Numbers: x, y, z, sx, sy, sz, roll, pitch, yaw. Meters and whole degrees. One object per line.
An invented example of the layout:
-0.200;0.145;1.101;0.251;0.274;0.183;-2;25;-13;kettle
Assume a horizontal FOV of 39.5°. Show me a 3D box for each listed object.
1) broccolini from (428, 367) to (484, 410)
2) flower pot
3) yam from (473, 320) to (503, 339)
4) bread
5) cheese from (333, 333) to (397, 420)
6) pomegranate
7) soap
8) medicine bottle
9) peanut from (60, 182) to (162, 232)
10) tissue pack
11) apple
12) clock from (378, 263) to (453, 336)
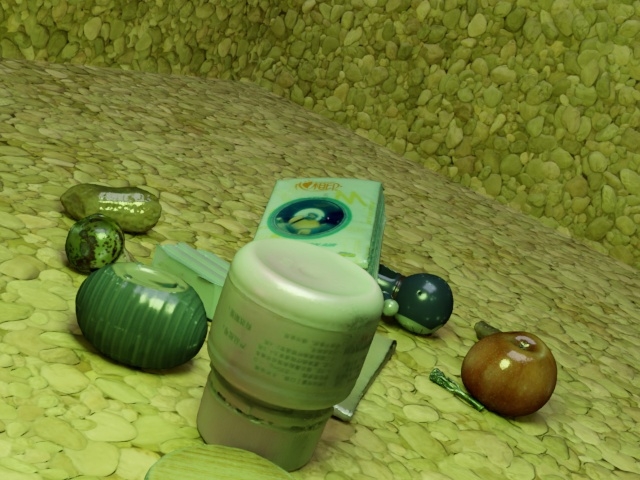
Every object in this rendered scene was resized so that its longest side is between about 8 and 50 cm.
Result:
0.291;0.320;1.896;0.140;0.030;0.035;35;-13;27;broccolini
-0.321;0.132;1.604;0.243;0.157;0.189;19;20;4;flower pot
0.468;0.272;2.167;0.057;0.056;0.241;0;29;-46;yam
-0.130;0.381;1.261;0.267;0.040;0.267;17;19;-6;bread
0.076;0.266;1.817;0.085;0.034;0.400;18;17;12;cheese
-0.450;0.012;1.869;0.163;0.125;0.138;14;6;-17;pomegranate
-0.247;0.092;1.901;0.231;0.091;0.145;29;18;28;soap
-0.059;0.185;1.448;0.256;0.324;0.256;16;18;-5;medicine bottle
-0.499;-0.080;2.123;0.237;0.110;0.120;8;42;-12;peanut
0.000;0.000;2.090;0.288;0.162;0.388;2;31;8;tissue pack
0.409;0.277;1.908;0.201;0.162;0.201;19;18;-6;apple
0.198;0.138;2.141;0.244;0.146;0.199;16;15;13;clock
